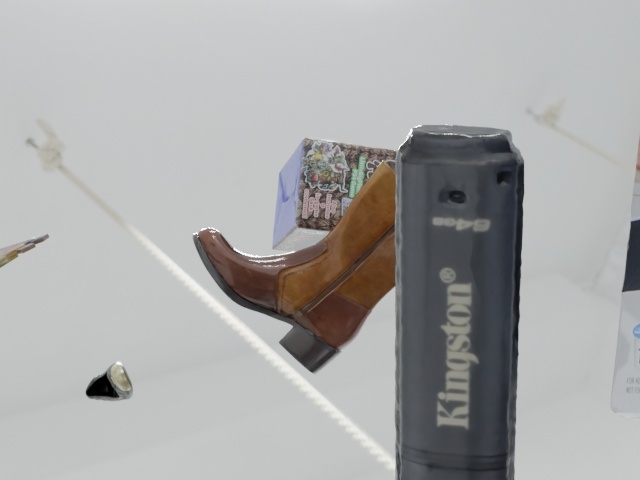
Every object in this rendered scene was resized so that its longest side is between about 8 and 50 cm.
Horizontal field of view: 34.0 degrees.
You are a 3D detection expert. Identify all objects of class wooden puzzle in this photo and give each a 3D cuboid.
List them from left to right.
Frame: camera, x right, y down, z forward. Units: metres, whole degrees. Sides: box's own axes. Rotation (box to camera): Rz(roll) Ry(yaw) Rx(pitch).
[{"bbox_3d":[-0.221,0.015,0.696,0.049,0.083,0.006,-42,-67,-55],"label":"wooden puzzle"}]

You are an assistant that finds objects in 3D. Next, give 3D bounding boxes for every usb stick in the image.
[{"bbox_3d":[0.081,0.070,0.630,0.045,0.077,0.278,-36,-51,-63],"label":"usb stick"}]

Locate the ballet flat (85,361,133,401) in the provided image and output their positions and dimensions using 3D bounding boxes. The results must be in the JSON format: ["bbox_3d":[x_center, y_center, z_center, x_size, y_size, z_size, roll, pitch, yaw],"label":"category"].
[{"bbox_3d":[-0.318,0.222,1.586,0.049,0.058,0.173,-18,-9,-25],"label":"ballet flat"}]

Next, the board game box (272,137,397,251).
[{"bbox_3d":[0.086,-0.053,1.690,0.290,0.232,0.141,7,-101,-10],"label":"board game box"}]

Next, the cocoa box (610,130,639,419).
[{"bbox_3d":[0.352,-0.001,0.491,0.347,0.231,0.228,13,-101,-21],"label":"cocoa box"}]

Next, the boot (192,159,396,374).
[{"bbox_3d":[0.000,0.000,1.428,0.280,0.264,0.096,-47,-3,2],"label":"boot"}]
